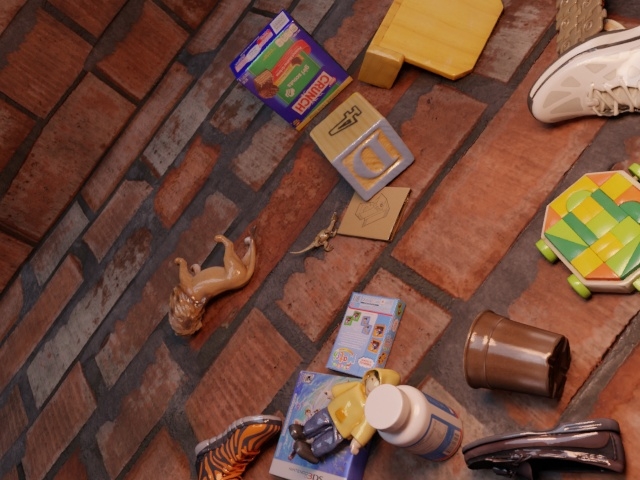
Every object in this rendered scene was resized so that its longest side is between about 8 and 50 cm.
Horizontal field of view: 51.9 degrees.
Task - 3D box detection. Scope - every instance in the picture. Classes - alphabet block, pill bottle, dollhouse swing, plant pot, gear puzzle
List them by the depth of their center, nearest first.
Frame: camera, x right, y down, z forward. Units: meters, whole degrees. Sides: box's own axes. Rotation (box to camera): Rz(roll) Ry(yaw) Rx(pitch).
[{"bbox_3d":[0.398,0.234,1.318,0.165,0.167,0.167,7,69,39],"label":"plant pot"},{"bbox_3d":[0.191,0.373,1.364,0.124,0.221,0.124,-25,48,31],"label":"pill bottle"},{"bbox_3d":[0.659,-0.528,1.640,0.175,0.044,0.339,135,150,-58],"label":"gear puzzle"},{"bbox_3d":[0.118,-0.271,1.888,0.193,0.192,0.197,-39,38,6],"label":"alphabet block"},{"bbox_3d":[0.341,-0.625,2.035,0.347,0.305,0.315,-63,-1,-9],"label":"dollhouse swing"}]

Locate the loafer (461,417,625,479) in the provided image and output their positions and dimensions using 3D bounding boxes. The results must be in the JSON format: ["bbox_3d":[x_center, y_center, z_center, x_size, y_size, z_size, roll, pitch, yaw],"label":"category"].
[{"bbox_3d":[0.408,0.405,1.227,0.302,0.109,0.095,-22,54,29],"label":"loafer"}]

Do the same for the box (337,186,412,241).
[{"bbox_3d":[0.152,-0.080,1.870,0.201,0.021,0.164,8,69,47],"label":"box"}]

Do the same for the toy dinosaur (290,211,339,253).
[{"bbox_3d":[0.000,0.000,1.952,0.183,0.053,0.092,-44,25,1],"label":"toy dinosaur"}]

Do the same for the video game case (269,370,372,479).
[{"bbox_3d":[0.014,0.462,1.599,0.244,0.061,0.270,-2,62,42],"label":"video game case"}]

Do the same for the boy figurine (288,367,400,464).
[{"bbox_3d":[0.066,0.393,1.486,0.285,0.092,0.177,-40,42,17],"label":"boy figurine"}]

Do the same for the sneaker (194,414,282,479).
[{"bbox_3d":[-0.205,0.579,1.702,0.321,0.124,0.180,-39,45,33],"label":"sneaker"}]

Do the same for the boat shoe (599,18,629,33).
[{"bbox_3d":[0.710,-0.476,1.571,0.059,0.063,0.170,-45,37,14],"label":"boat shoe"}]

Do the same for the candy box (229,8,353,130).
[{"bbox_3d":[-0.096,-0.564,2.215,0.268,0.317,0.122,-42,43,16],"label":"candy box"}]

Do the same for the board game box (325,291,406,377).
[{"bbox_3d":[0.114,0.242,1.670,0.160,0.039,0.212,5,66,46],"label":"board game box"}]

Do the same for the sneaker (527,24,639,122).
[{"bbox_3d":[0.677,-0.326,1.416,0.447,0.169,0.258,-24,47,28],"label":"sneaker"}]

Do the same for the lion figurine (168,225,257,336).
[{"bbox_3d":[-0.339,0.130,2.113,0.392,0.142,0.240,-33,52,18],"label":"lion figurine"}]

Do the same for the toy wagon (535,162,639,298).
[{"bbox_3d":[0.610,0.000,1.334,0.267,0.068,0.344,-43,41,14],"label":"toy wagon"}]
